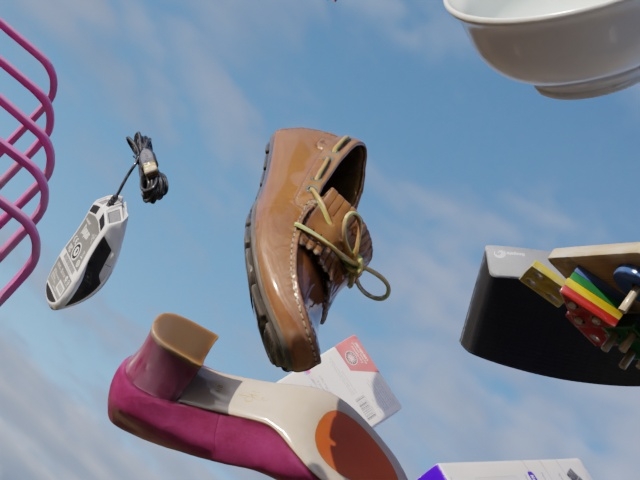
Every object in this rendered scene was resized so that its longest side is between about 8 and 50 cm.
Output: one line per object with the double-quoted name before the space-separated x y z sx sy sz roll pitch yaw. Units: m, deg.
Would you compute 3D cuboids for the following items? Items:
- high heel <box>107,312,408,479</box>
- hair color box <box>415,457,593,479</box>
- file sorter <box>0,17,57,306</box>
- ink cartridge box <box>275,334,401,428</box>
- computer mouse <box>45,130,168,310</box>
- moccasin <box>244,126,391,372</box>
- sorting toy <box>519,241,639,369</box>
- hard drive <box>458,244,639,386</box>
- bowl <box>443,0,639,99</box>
"high heel" -0.074 0.242 1.791 0.377 0.127 0.181 37 -50 5
"hair color box" 0.229 0.351 1.722 0.339 0.110 0.185 8 45 -52
"file sorter" -0.305 -0.060 1.067 0.202 0.182 0.291 39 17 -25
"ink cartridge box" -0.009 0.217 1.906 0.115 0.198 0.067 57 -36 6
"computer mouse" -0.210 -0.009 1.512 0.042 0.193 0.106 26 15 -32
"moccasin" 0.000 0.003 1.665 0.380 0.147 0.139 -80 163 -60
"sorting toy" 0.264 0.064 1.314 0.132 0.046 0.274 44 -20 -18
"hard drive" 0.317 0.103 1.927 0.254 0.054 0.172 11 -58 -2
"bowl" 0.294 -0.245 1.693 0.298 0.298 0.134 21 -47 52
